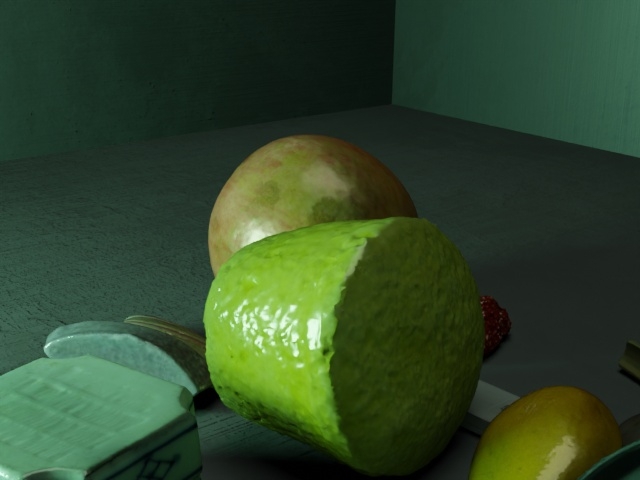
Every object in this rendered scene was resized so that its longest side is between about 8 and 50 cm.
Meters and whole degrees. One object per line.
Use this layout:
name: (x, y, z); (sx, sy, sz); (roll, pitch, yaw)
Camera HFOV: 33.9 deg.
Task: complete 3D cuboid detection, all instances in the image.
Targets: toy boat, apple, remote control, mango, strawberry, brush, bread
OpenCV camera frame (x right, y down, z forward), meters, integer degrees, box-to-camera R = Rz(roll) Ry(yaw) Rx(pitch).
toy boat: (-0.253, 0.173, 1.637); (0.276, 0.111, 0.293); (17, 13, 22)
apple: (0.000, 0.000, 1.775); (0.364, 0.363, 0.364); (1, 18, 0)
remote control: (0.245, 0.248, 1.529); (0.103, 0.034, 0.250); (-16, 25, -43)
mango: (0.278, 0.280, 1.304); (0.177, 0.119, 0.317); (8, 33, 31)
strawberry: (0.237, 0.137, 1.770); (0.228, 0.098, 0.174); (-5, 20, -16)
brush: (0.556, 0.227, 1.589); (0.048, 0.054, 0.282); (8, 14, -23)
bread: (0.036, 0.135, 1.435); (0.308, 0.348, 0.348); (3, 14, 45)

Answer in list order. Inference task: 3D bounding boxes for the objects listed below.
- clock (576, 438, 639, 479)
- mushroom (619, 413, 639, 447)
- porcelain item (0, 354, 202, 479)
clock: (0.320, 0.320, 0.931); (0.066, 0.319, 0.319); (39, -1, -29)
mushroom: (0.460, 0.276, 1.357); (0.188, 0.117, 0.141); (2, 6, 18)
porcelain item: (-0.305, 0.266, 1.245); (0.286, 0.157, 0.281); (13, 23, 30)
